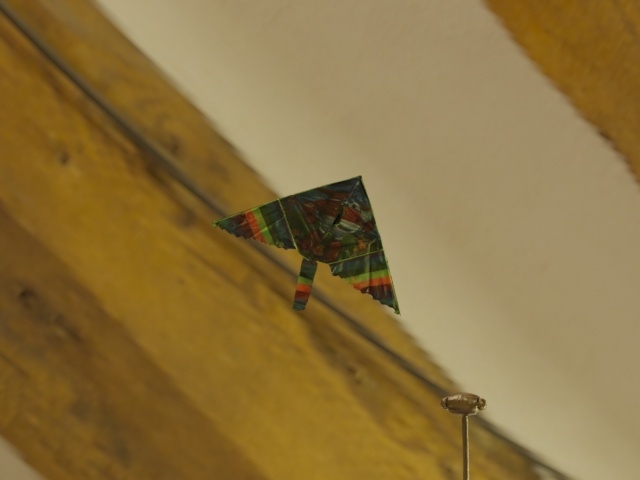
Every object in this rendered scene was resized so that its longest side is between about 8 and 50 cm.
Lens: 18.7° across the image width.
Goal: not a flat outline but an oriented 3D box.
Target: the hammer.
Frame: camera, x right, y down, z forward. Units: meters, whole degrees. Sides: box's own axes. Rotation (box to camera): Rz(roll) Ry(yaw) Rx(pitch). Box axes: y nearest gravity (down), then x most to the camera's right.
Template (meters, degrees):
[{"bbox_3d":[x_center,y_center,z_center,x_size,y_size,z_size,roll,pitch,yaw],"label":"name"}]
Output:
[{"bbox_3d":[0.090,0.152,1.200,0.029,0.014,0.123,3,-75,23],"label":"hammer"}]

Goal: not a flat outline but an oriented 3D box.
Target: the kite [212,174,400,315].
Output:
[{"bbox_3d":[0.000,0.000,1.101,0.122,0.004,0.090,21,-70,-10],"label":"kite"}]
